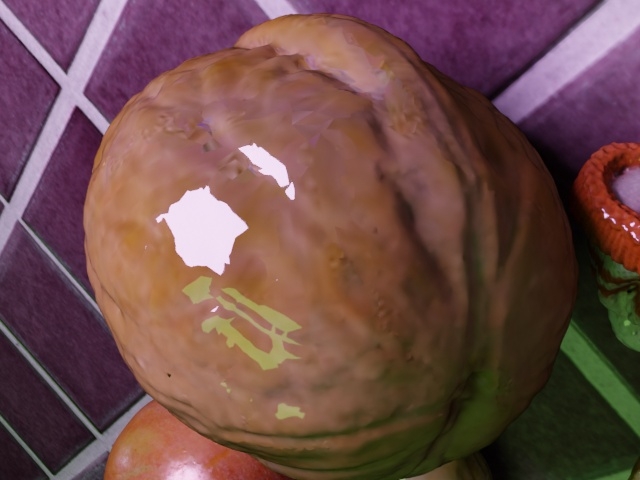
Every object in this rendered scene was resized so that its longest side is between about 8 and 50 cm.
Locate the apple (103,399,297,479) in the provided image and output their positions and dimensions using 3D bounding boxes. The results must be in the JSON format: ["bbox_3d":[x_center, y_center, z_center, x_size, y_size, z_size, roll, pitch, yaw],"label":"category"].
[{"bbox_3d":[-0.124,0.287,1.076,0.254,0.253,0.253,26,137,27],"label":"apple"}]

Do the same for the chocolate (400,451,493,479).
[{"bbox_3d":[0.072,0.178,0.868,0.134,0.134,0.309,-5,116,46],"label":"chocolate"}]

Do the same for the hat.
[{"bbox_3d":[0.214,0.021,0.623,0.112,0.094,0.162,53,159,40],"label":"hat"}]

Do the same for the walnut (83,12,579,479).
[{"bbox_3d":[0.000,0.000,0.635,0.333,0.333,0.332,26,137,27],"label":"walnut"}]

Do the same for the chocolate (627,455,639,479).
[{"bbox_3d":[0.406,0.277,0.627,0.445,0.162,0.162,36,141,22],"label":"chocolate"}]
